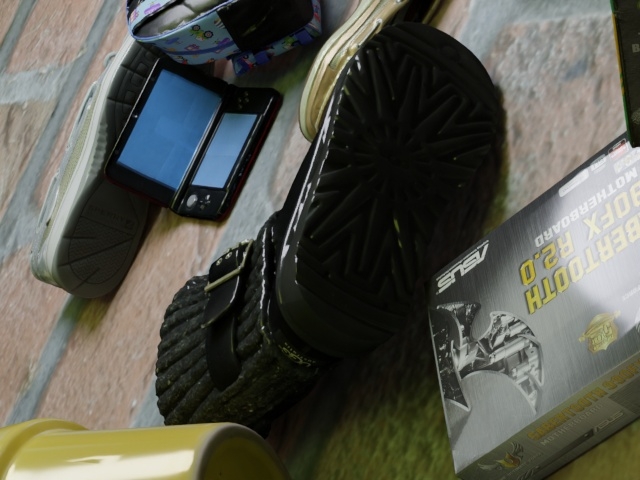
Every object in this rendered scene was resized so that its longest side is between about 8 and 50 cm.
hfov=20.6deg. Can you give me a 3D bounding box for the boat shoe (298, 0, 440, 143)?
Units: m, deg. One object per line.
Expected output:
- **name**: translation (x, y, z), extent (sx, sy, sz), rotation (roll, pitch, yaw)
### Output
- **boat shoe**: translation (0.049, -0.165, 1.557), extent (0.072, 0.068, 0.190), rotation (21, 80, 46)

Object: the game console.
- **game console**: translation (-0.126, -0.103, 1.718), extent (0.124, 0.085, 0.144), rotation (9, 71, 56)

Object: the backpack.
- **backpack**: translation (-0.099, -0.236, 1.722), extent (0.173, 0.117, 0.158), rotation (-26, 41, 13)

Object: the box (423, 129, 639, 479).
- **box**: translation (0.179, 0.045, 1.206), extent (0.231, 0.056, 0.183), rotation (-38, 37, 29)

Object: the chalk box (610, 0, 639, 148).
- **chalk box**: translation (0.249, -0.180, 1.122), extent (0.132, 0.213, 0.132), rotation (-5, 51, 11)

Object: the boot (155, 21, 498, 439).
- **boot**: translation (-0.004, -0.002, 1.430), extent (0.260, 0.131, 0.348), rotation (-44, 14, 51)

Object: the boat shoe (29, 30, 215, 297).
- **boat shoe**: translation (-0.209, -0.098, 1.804), extent (0.103, 0.118, 0.320), rotation (13, 81, 52)

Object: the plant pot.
- **plant pot**: translation (-0.148, 0.246, 1.330), extent (0.239, 0.254, 0.254), rotation (-18, 48, 26)
